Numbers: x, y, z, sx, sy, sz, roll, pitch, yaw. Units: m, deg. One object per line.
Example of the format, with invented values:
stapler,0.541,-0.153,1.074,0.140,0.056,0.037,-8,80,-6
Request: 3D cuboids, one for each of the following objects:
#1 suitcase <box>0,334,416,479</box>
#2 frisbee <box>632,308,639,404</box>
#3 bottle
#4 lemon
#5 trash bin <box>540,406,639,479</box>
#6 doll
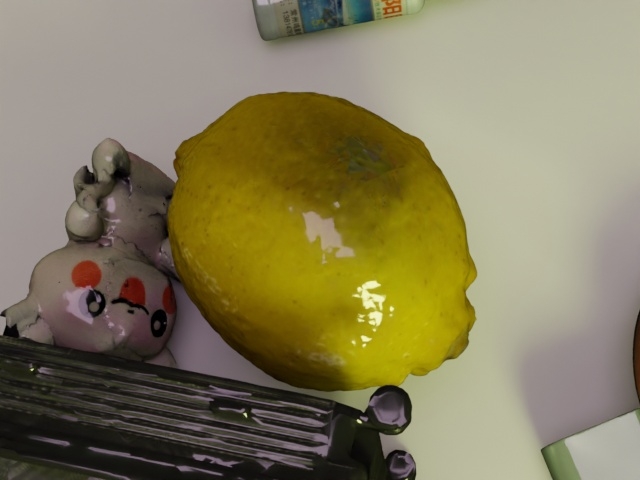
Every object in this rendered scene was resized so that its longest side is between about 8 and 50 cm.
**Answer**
suitcase,-0.112,0.168,0.734,0.335,0.229,0.152,10,69,9
frisbee,0.349,0.100,0.782,0.250,0.021,0.251,3,68,-8
bottle,0.051,-0.216,0.907,0.217,0.060,0.060,-11,74,3
lemon,0.000,0.000,0.781,0.260,0.204,0.204,38,82,14
trash bin,0.238,0.191,0.779,0.116,0.059,0.130,-21,73,-2
doll,-0.164,0.020,0.840,0.095,0.149,0.192,-11,59,46
